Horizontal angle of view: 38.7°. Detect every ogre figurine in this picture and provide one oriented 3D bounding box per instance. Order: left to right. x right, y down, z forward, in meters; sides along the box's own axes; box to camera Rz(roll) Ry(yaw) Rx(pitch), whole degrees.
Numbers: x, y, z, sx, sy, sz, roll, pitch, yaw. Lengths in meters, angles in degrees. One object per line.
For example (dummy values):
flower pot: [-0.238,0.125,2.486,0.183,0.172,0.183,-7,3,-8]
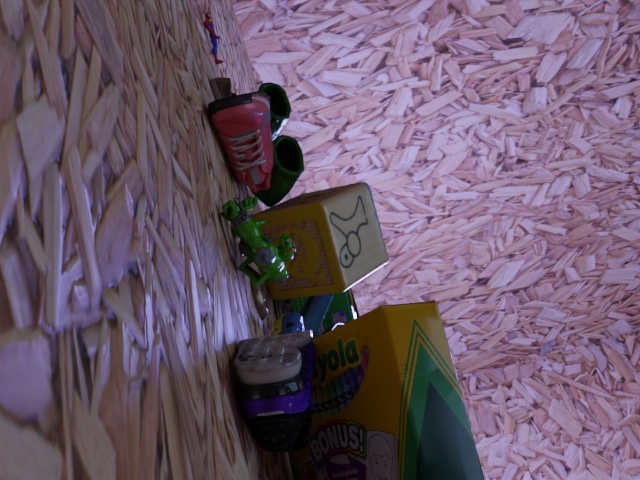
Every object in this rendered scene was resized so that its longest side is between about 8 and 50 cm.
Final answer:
ogre figurine: [-0.102,0.008,1.513,0.118,0.096,0.197,57,-20,20]

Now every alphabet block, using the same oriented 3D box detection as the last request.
alphabet block: [0.000,0.000,1.900,0.197,0.193,0.193,-27,103,-55]

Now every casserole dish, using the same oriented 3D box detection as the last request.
casserole dish: [-0.024,0.168,1.923,0.188,0.037,0.114,-66,-172,-30]

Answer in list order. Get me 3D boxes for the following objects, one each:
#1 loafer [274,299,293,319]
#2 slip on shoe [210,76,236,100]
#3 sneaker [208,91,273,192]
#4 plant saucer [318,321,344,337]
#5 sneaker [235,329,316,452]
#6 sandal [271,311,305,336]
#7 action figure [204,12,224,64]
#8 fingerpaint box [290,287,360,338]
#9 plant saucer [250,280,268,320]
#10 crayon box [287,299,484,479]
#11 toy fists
loafer: [-0.076,0.136,1.926,0.045,0.039,0.125,74,2,-50]
slip on shoe: [-0.192,-0.291,1.900,0.135,0.041,0.052,72,3,-53]
sneaker: [-0.131,-0.182,1.742,0.314,0.115,0.136,68,8,-76]
plant saucer: [0.018,0.325,1.882,0.310,0.050,0.311,-2,90,-74]
sneaker: [-0.057,0.208,1.225,0.293,0.102,0.146,-38,120,-84]
sandal: [-0.001,0.274,1.604,0.126,0.138,0.318,62,11,-72]
action figure: [-0.241,-0.459,2.060,0.038,0.030,0.115,-55,128,-81]
fingerpaint box: [0.018,0.204,2.287,0.371,0.163,0.445,72,3,-51]
plant saucer: [-0.108,0.102,1.638,0.083,0.015,0.084,-16,90,-88]
crayon box: [0.069,0.284,1.320,0.363,0.106,0.313,-34,-114,56]
toy fists: [-0.121,-0.205,1.980,0.142,0.096,0.279,-51,-135,46]
